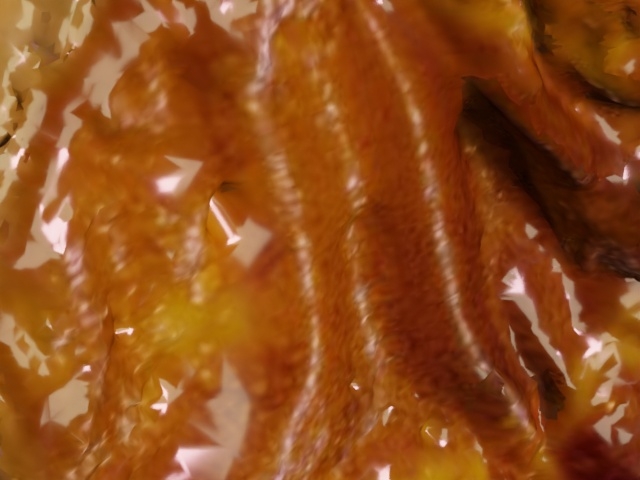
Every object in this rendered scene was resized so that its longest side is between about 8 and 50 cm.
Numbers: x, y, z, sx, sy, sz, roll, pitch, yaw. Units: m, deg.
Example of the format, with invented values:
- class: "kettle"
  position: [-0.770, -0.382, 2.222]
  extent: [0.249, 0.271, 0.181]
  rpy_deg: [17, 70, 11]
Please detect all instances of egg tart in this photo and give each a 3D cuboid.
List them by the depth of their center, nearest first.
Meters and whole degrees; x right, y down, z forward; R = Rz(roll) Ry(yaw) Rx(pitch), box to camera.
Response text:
- class: "egg tart"
  position: [0.000, 0.000, 0.480]
  extent: [0.351, 0.153, 0.339]
  rpy_deg: [23, 98, -32]
